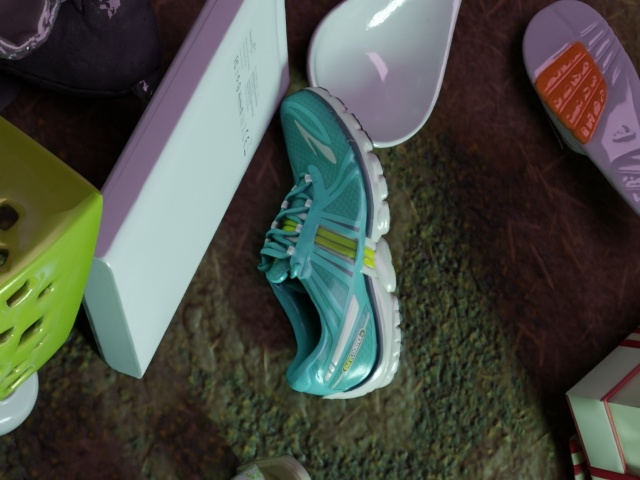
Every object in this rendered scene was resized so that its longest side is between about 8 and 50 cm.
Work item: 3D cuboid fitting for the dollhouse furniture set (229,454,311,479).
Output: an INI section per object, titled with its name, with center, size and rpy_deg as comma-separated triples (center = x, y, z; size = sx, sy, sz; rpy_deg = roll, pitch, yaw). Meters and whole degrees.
[dollhouse furniture set]
center = -0.047, 0.313, 1.203
size = 0.212, 0.161, 0.242
rpy_deg = -31, 95, -34

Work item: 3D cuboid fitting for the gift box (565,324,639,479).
[gift box]
center = 0.390, 0.209, 1.455
size = 0.255, 0.258, 0.276
rpy_deg = -30, 114, -36

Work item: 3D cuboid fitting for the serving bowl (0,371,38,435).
[serving bowl]
center = -0.254, 0.109, 1.207
size = 0.083, 0.027, 0.083
rpy_deg = 9, 72, -30

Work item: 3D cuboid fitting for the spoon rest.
[spoon rest]
center = 0.077, -0.208, 1.464
size = 0.137, 0.084, 0.276
rpy_deg = 38, 60, -18

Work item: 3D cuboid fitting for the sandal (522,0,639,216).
[sandal]
center = 0.284, -0.114, 1.571
size = 0.102, 0.076, 0.265
rpy_deg = -29, 82, -11

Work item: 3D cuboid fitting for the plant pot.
[plant pot]
center = -0.303, 0.026, 1.042
size = 0.228, 0.227, 0.207
rpy_deg = 34, 57, 5

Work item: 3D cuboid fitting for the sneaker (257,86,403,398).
[sneaker]
center = 0.000, 0.000, 1.353
size = 0.110, 0.107, 0.275
rpy_deg = -6, 82, -23

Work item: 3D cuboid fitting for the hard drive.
[hard drive]
center = -0.104, -0.065, 1.254
size = 0.040, 0.203, 0.307
rpy_deg = 20, 63, 12

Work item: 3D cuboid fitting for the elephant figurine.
[elephant figurine]
center = -0.257, -0.178, 1.226
size = 0.239, 0.186, 0.169
rpy_deg = -13, 128, -23
